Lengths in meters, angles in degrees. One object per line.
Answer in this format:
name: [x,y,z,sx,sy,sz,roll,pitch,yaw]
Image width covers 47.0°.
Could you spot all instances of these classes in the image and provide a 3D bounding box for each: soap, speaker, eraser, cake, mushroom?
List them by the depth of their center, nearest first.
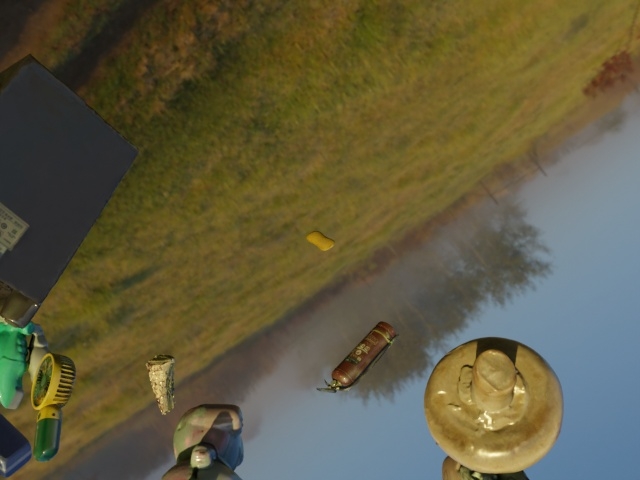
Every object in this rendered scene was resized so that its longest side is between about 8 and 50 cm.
speaker: [-0.389,-0.050,0.862,0.232,0.184,0.254,-6,-130,47]
mushroom: [0.252,0.229,1.079,0.207,0.207,0.215,-37,148,-9]
eraser: [-0.677,0.371,1.474,0.036,0.225,0.082,-49,177,25]
soap: [0.000,0.000,1.515,0.034,0.012,0.089,-32,-148,-15]
cake: [-0.360,0.324,1.668,0.051,0.055,0.140,-34,133,-56]

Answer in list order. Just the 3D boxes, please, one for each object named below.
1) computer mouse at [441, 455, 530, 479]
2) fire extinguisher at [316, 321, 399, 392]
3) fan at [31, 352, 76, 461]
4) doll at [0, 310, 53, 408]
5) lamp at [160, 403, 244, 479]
computer mouse: [0.377,0.571,1.478,0.114,0.389,0.200,-20,124,-33]
fire extinguisher: [0.065,0.199,1.209,0.064,0.043,0.158,11,-135,46]
fan: [-0.381,0.237,1.045,0.039,0.155,0.082,20,140,-35]
doll: [-0.710,0.273,1.743,0.258,0.194,0.153,-64,153,-7]
lamp: [-0.271,0.505,1.560,0.301,0.247,0.247,-91,-174,-51]
